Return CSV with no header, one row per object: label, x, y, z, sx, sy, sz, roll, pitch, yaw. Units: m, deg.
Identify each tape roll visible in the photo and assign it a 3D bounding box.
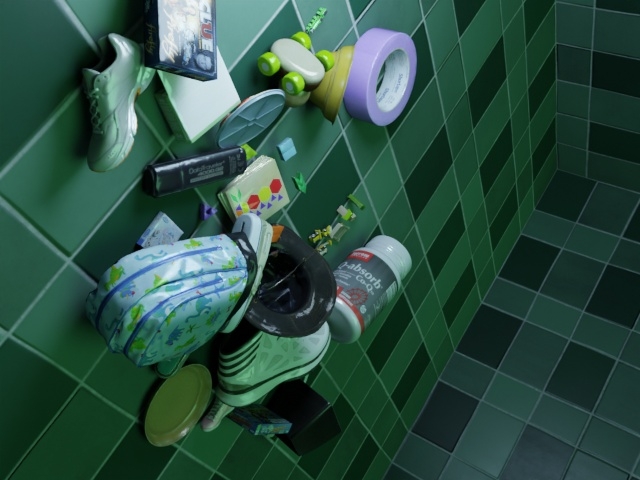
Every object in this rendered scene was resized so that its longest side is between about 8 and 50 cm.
tape roll,0.179,-0.486,2.053,0.275,0.090,0.275,-37,139,-42

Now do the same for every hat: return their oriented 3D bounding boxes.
hat,-0.129,0.126,1.861,0.331,0.331,0.134,-42,180,-36

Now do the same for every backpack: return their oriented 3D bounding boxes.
backpack,-0.330,0.129,1.513,0.355,0.273,0.290,9,131,-46

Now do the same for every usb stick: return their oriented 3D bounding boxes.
usb stick,-0.278,-0.159,1.566,0.278,0.045,0.077,-22,119,-45

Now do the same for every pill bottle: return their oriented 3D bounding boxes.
pill bottle,0.136,0.153,2.290,0.363,0.210,0.210,-44,143,-35

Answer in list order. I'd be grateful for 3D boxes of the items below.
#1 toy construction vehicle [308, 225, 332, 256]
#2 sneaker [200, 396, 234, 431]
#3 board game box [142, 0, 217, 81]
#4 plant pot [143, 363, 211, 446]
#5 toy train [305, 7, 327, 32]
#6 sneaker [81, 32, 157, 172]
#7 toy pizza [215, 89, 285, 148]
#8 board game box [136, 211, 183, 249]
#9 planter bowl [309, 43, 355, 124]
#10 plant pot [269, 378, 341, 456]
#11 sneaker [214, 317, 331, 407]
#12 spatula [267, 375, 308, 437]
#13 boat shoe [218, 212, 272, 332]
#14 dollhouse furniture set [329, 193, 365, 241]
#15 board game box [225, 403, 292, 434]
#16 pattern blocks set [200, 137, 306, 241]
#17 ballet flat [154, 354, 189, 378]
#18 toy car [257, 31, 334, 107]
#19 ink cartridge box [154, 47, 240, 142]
toy construction vehicle,0.000,0.000,2.152,0.098,0.035,0.086,-40,130,-42
sneaker,-0.298,0.483,1.978,0.134,0.051,0.070,-39,138,-44
board game box,-0.269,-0.444,1.331,0.165,0.042,0.243,-2,91,-58
plant pot,-0.382,0.430,1.825,0.236,0.032,0.236,-37,139,-42
toy train,-0.010,-0.562,1.764,0.083,0.023,0.017,-58,149,-16
sneaker,-0.404,-0.260,1.286,0.121,0.099,0.262,19,85,-52
toy pizza,-0.168,-0.288,1.610,0.201,0.032,0.201,-37,171,-7
board game box,-0.365,-0.006,1.573,0.090,0.020,0.090,-56,148,-15
planter bowl,0.019,-0.419,1.803,0.217,0.090,0.217,-165,-90,-84
plant pot,-0.066,0.589,2.267,0.167,0.187,0.188,-41,140,-23
sneaker,-0.118,0.277,2.007,0.447,0.169,0.258,-29,135,-44
spatula,-0.106,0.552,2.359,0.168,0.019,0.242,10,102,-58
boat shoe,-0.185,0.085,1.707,0.094,0.109,0.302,20,84,-44
dollhouse furniture set,0.072,-0.073,2.222,0.152,0.058,0.076,-50,159,9
board game box,-0.192,0.542,2.099,0.201,0.136,0.035,26,88,-59
pattern blocks set,-0.169,-0.112,1.759,0.325,0.026,0.285,-31,123,-33
ballet flat,-0.347,0.254,1.747,0.213,0.072,0.068,-57,176,-16
toy car,-0.077,-0.390,1.709,0.155,0.149,0.188,-44,170,-36
ink cartridge box,-0.277,-0.348,1.454,0.171,0.056,0.235,-47,132,-31
